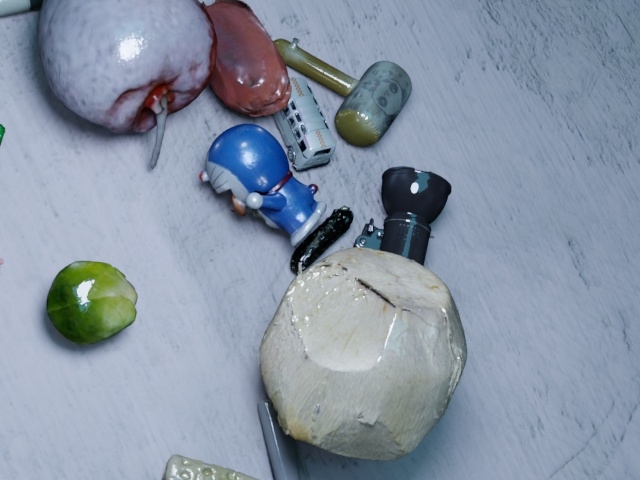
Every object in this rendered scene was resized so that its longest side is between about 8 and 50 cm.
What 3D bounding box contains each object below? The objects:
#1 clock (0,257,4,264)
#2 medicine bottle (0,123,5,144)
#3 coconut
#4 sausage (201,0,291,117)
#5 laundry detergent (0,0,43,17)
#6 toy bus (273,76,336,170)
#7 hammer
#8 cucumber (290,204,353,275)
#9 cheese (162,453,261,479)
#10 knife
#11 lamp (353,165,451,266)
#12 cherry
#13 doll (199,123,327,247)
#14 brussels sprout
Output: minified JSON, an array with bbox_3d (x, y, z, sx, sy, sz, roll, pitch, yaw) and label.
[{"bbox_3d":[-0.638,0.033,1.570,0.227,0.142,0.241,50,46,-26],"label":"clock"},{"bbox_3d":[-0.703,-0.220,1.685,0.309,0.076,0.111,17,69,-16],"label":"medicine bottle"},{"bbox_3d":[0.069,0.214,1.687,0.347,0.360,0.346,16,23,-7],"label":"coconut"},{"bbox_3d":[-0.160,-0.361,1.924,0.152,0.152,0.279,-19,65,-29],"label":"sausage"},{"bbox_3d":[-0.590,-0.473,1.845,0.226,0.070,0.099,-23,87,-28],"label":"laundry detergent"},{"bbox_3d":[-0.039,-0.244,1.974,0.087,0.089,0.193,-16,75,-28],"label":"toy bus"},{"bbox_3d":[0.030,-0.339,2.047,0.306,0.113,0.202,32,56,2],"label":"hammer"},{"bbox_3d":[0.000,0.000,1.911,0.053,0.053,0.181,44,60,-1],"label":"cucumber"},{"bbox_3d":[-0.173,0.417,1.665,0.194,0.043,0.064,22,63,-13],"label":"cheese"},{"bbox_3d":[-0.051,0.408,1.726,0.073,0.041,0.265,-7,71,-37],"label":"knife"},{"bbox_3d":[0.162,-0.017,1.950,0.172,0.147,0.227,16,70,-2],"label":"lamp"},{"bbox_3d":[-0.367,-0.351,1.775,0.335,0.291,0.326,31,52,1],"label":"cherry"},{"bbox_3d":[-0.106,-0.102,1.849,0.161,0.215,0.257,-42,93,12],"label":"doll"},{"bbox_3d":[-0.392,0.103,1.661,0.155,0.118,0.155,27,55,-45],"label":"brussels sprout"}]
